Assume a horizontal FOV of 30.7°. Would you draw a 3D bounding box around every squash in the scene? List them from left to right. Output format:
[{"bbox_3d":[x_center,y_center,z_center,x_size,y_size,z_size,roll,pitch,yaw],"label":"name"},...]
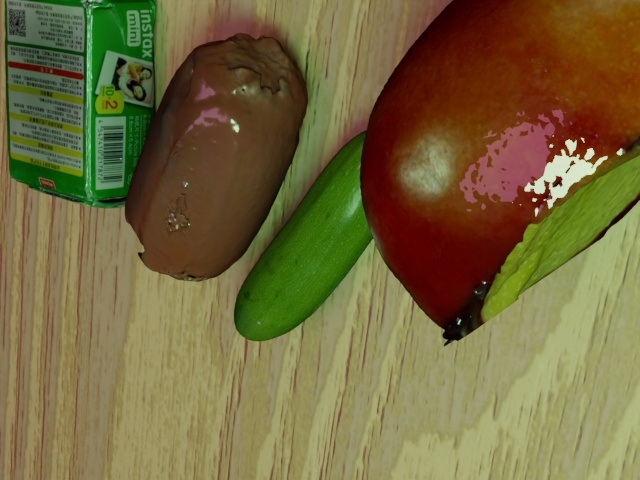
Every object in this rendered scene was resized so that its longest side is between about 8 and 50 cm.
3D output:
[{"bbox_3d":[0.001,0.000,1.158,0.082,0.082,0.292,51,127,20],"label":"squash"}]

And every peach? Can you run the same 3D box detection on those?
[{"bbox_3d":[0.160,-0.108,0.869,0.201,0.257,0.362,48,131,15],"label":"peach"}]

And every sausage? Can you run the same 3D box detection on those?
[{"bbox_3d":[-0.109,-0.080,1.193,0.152,0.152,0.280,43,123,26],"label":"sausage"}]

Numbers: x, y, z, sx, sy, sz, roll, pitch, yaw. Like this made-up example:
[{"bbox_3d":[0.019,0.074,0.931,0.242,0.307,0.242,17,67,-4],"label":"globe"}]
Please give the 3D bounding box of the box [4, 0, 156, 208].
[{"bbox_3d":[-0.276,-0.173,1.349,0.180,0.103,0.250,16,109,38],"label":"box"}]
